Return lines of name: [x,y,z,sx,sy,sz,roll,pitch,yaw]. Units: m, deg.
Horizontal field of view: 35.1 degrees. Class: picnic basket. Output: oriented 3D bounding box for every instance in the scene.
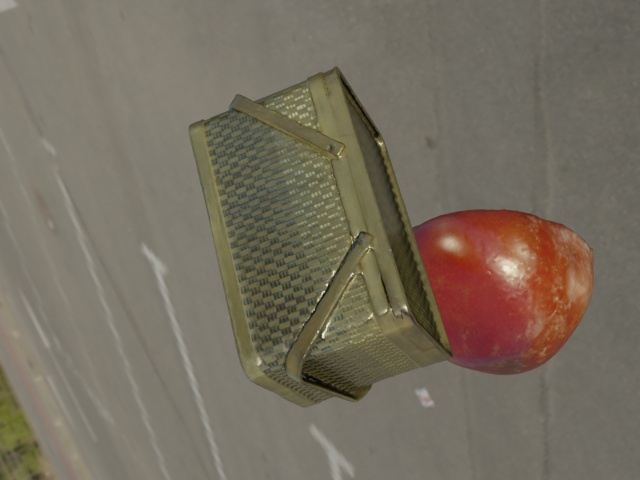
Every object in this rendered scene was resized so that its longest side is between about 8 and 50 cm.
picnic basket: [0.000,0.000,0.869,0.165,0.139,0.266,45,-153,-63]

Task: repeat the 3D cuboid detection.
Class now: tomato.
tomato: [0.190,0.069,1.087,0.200,0.233,0.139,-24,56,38]
